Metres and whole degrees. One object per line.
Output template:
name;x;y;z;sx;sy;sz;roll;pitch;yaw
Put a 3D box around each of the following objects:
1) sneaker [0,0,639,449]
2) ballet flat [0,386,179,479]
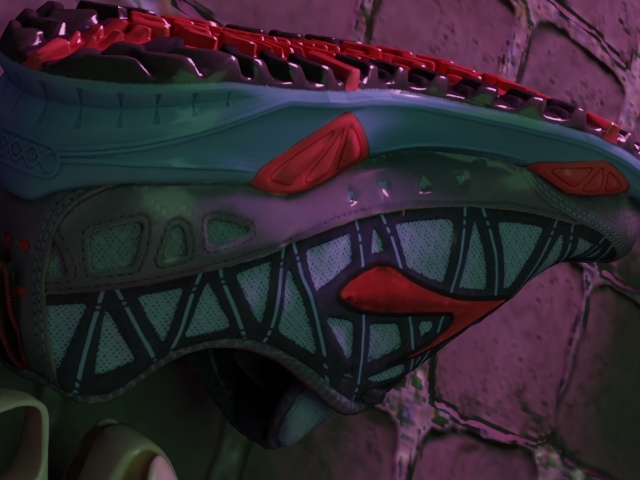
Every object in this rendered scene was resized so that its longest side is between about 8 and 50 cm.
sneaker;0.000;0.000;0.539;0.262;0.104;0.125;4;106;-42
ballet flat;-0.075;0.075;0.460;0.188;0.070;0.070;20;77;-46
